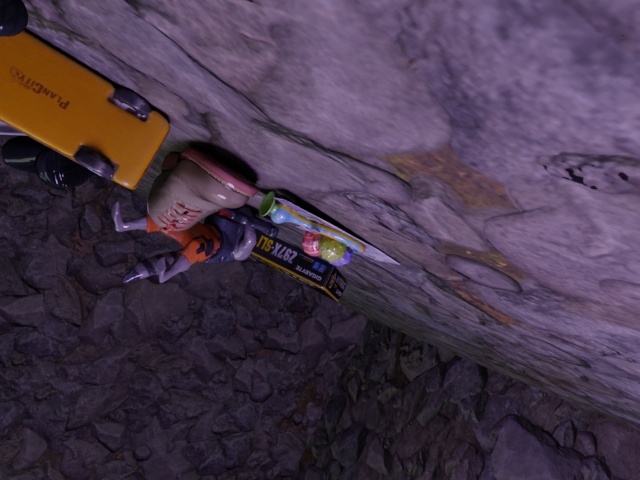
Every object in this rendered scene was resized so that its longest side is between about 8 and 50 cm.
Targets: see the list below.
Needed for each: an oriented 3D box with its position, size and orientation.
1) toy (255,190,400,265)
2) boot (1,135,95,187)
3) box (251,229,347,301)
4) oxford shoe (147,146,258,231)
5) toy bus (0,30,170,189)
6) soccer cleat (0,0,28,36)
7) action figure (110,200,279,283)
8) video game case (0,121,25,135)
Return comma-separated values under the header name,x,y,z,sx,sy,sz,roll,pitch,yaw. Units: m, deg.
name,x,y,z,sx,sy,sz,roll,pitch,yaw
toy,0.000,0.000,0.768,0.237,0.056,0.136,32,172,-29
boot,-0.609,-0.177,1.029,0.207,0.094,0.246,1,-159,6
box,-0.091,0.068,1.408,0.321,0.079,0.257,25,170,16
oxford shoe,-0.202,-0.064,0.754,0.123,0.130,0.348,31,171,-26
toy bus,-0.364,-0.188,0.588,0.332,0.108,0.130,30,172,-18
soccer cleat,-0.305,-0.227,0.357,0.072,0.060,0.179,10,163,31
action figure,-0.283,-0.021,1.023,0.341,0.179,0.330,28,-161,33
video game case,-0.529,-0.195,0.628,0.203,0.025,0.285,24,-171,-8
